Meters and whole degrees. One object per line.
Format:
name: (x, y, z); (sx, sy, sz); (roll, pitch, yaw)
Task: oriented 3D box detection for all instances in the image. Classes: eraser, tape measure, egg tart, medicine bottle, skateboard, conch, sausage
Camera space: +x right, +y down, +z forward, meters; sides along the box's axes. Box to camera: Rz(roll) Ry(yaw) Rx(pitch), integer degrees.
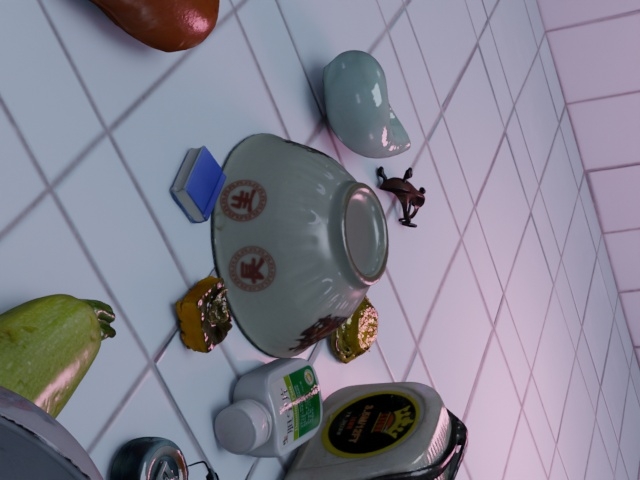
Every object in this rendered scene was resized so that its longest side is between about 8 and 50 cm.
eraser: (-0.159, -0.073, 1.297); (0.063, 0.027, 0.085); (58, 36, -39)
tape measure: (-0.147, 0.279, 1.093); (0.104, 0.180, 0.107); (-58, 136, -27)
egg tart: (0.060, 0.141, 1.615); (0.130, 0.052, 0.130); (-13, 105, -62)
medicine bottle: (-0.068, 0.232, 1.346); (0.183, 0.069, 0.119); (-15, 99, -60)
skateboard: (0.157, -0.079, 1.853); (0.151, 0.067, 0.080); (36, 62, -58)
tape measure: (0.086, 0.332, 1.432); (0.271, 0.231, 0.133); (-53, 130, -53)
conch: (0.075, -0.226, 1.668); (0.221, 0.121, 0.185); (58, 33, -49)
sausage: (-0.214, -0.312, 1.158); (0.258, 0.133, 0.133); (36, 52, -55)

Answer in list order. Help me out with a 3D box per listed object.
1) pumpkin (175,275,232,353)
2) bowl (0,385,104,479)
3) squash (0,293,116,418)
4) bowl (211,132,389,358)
pumpkin: (-0.142, 0.094, 1.260); (0.083, 0.054, 0.074); (-50, 131, -60)
bowl: (-0.291, 0.215, 0.747); (0.157, 0.345, 0.345); (-94, 164, -66)
squash: (-0.287, 0.108, 0.953); (0.287, 0.137, 0.137); (-66, 140, -61)
bowl: (0.000, 0.000, 1.438); (0.337, 0.157, 0.337); (21, 66, -58)
